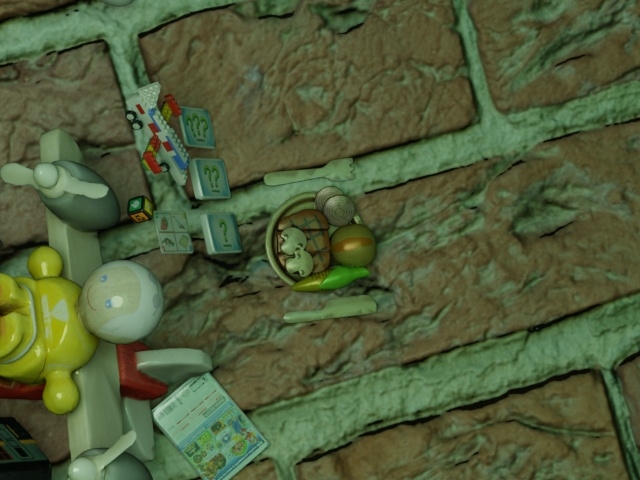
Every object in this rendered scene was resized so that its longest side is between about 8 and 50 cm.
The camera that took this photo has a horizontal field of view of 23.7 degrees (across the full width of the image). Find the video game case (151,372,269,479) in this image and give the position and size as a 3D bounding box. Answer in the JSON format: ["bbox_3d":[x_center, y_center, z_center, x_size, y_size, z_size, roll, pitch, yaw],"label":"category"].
[{"bbox_3d":[-0.132,0.222,1.800,0.087,0.011,0.122,-40,90,-10],"label":"video game case"}]

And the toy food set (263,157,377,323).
[{"bbox_3d":[0.000,0.000,1.828,0.132,0.038,0.192,-9,85,-8],"label":"toy food set"}]

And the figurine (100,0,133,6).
[{"bbox_3d":[-0.320,-0.392,1.816,0.209,0.092,0.215,3,84,1],"label":"figurine"}]

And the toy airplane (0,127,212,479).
[{"bbox_3d":[-0.249,0.107,1.608,0.386,0.272,0.384,53,36,-13],"label":"toy airplane"}]

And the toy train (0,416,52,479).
[{"bbox_3d":[-0.444,0.237,1.608,0.190,0.334,0.142,36,108,35],"label":"toy train"}]

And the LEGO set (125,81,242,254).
[{"bbox_3d":[-0.149,-0.076,1.720,0.060,0.244,0.182,-14,84,23],"label":"LEGO set"}]

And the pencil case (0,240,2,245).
[{"bbox_3d":[-0.494,0.088,1.715,0.306,0.133,0.119,-51,121,-8],"label":"pencil case"}]
